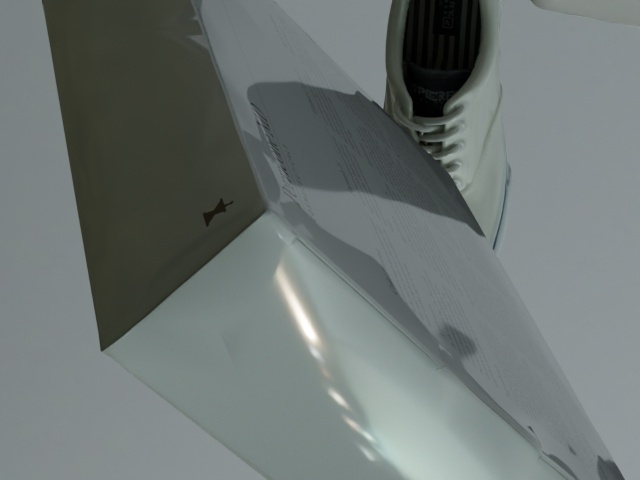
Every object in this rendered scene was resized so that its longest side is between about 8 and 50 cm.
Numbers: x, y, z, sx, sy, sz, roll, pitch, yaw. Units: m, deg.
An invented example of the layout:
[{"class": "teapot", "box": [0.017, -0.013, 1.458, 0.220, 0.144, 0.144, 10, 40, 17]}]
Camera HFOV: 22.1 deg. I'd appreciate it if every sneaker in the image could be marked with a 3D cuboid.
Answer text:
[{"class": "sneaker", "box": [0.073, -0.080, 1.066, 0.091, 0.094, 0.258, -37, 127, -68]}]

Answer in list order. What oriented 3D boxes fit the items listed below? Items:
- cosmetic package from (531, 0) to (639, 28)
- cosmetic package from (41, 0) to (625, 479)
[{"class": "cosmetic package", "box": [0.142, -0.208, 0.236, 0.453, 0.161, 0.230, 80, 24, -75]}, {"class": "cosmetic package", "box": [0.000, 0.000, 0.822, 0.284, 0.097, 0.377, 45, 13, -31]}]
